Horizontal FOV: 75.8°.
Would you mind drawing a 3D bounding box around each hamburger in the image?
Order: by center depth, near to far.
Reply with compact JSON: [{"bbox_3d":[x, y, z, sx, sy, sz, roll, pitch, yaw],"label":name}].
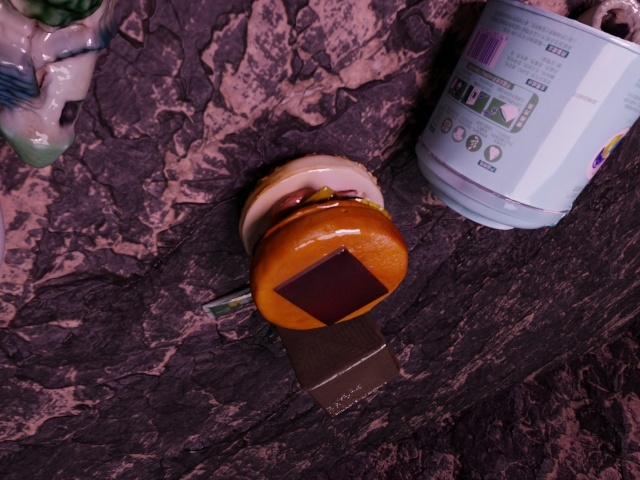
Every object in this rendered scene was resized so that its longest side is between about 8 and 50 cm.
[{"bbox_3d":[0.000,0.000,0.715,0.290,0.225,0.291,-12,136,-11],"label":"hamburger"}]

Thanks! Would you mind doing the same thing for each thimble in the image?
[{"bbox_3d":[0.514,-0.369,0.746,0.102,0.090,0.115,5,96,-2],"label":"thimble"}]

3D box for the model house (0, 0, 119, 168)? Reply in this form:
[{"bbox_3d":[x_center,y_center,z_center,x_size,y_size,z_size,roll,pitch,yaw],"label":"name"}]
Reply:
[{"bbox_3d":[-0.344,-0.195,0.331,0.298,0.243,0.284,21,121,-28],"label":"model house"}]

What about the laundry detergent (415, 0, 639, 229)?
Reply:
[{"bbox_3d":[0.330,-0.191,0.687,0.287,0.287,0.305,1,128,-31],"label":"laundry detergent"}]

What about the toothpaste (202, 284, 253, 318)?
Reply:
[{"bbox_3d":[-0.148,0.112,0.873,0.204,0.031,0.049,-24,135,-7],"label":"toothpaste"}]

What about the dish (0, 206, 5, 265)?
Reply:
[{"bbox_3d":[-0.501,-0.008,0.481,0.273,0.134,0.274,0,92,-11],"label":"dish"}]

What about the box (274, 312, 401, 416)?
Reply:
[{"bbox_3d":[0.019,0.188,0.864,0.184,0.273,0.143,-30,134,-4],"label":"box"}]
